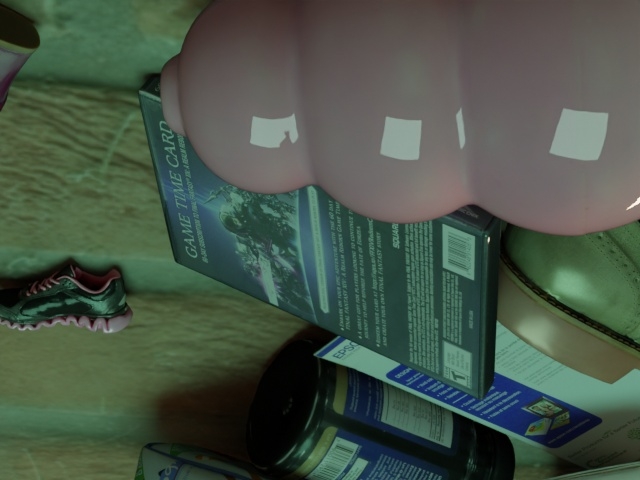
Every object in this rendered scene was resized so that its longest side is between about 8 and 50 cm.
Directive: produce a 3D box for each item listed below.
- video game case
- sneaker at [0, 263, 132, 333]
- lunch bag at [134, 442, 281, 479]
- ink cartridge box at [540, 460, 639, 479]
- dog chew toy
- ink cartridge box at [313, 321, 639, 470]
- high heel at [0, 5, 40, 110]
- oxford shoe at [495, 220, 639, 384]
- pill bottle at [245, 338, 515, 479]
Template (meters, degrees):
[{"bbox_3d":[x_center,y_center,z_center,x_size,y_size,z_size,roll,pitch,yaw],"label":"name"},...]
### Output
[{"bbox_3d":[0.000,0.000,1.120,0.274,0.026,0.196,24,147,22],"label":"video game case"},{"bbox_3d":[-0.213,0.042,1.277,0.119,0.047,0.057,1,122,-2],"label":"sneaker"},{"bbox_3d":[-0.022,0.275,1.407,0.243,0.115,0.303,12,171,44],"label":"lunch bag"},{"bbox_3d":[0.270,0.314,1.384,0.117,0.207,0.283,-12,165,11],"label":"ink cartridge box"},{"bbox_3d":[0.069,-0.101,0.950,0.332,0.206,0.206,-3,141,7],"label":"dog chew toy"},{"bbox_3d":[0.173,0.093,1.304,0.333,0.065,0.165,25,137,-29],"label":"ink cartridge box"},{"bbox_3d":[-0.313,-0.136,1.021,0.244,0.082,0.117,16,131,-38],"label":"high heel"},{"bbox_3d":[0.301,0.047,1.190,0.397,0.140,0.146,17,116,-35],"label":"oxford shoe"},{"bbox_3d":[0.056,0.176,1.364,0.219,0.122,0.123,24,136,-25],"label":"pill bottle"}]
